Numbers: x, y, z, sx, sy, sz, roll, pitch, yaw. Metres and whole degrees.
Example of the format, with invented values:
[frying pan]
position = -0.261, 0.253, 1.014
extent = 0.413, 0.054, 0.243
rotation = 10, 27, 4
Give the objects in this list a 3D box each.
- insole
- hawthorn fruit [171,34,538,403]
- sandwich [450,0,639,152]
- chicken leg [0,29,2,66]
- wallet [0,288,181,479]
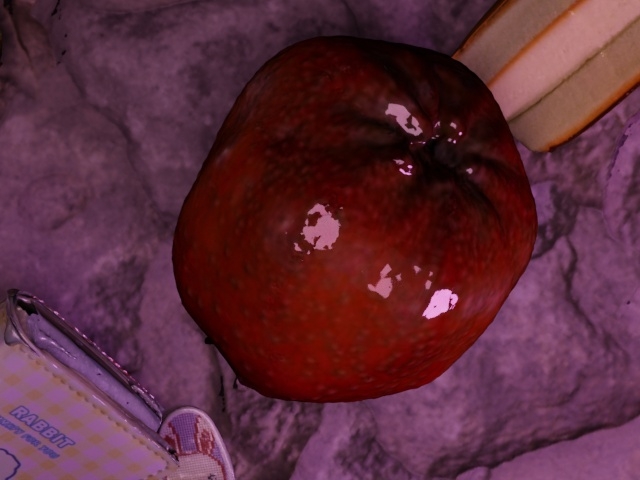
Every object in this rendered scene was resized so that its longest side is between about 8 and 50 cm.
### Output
[insole]
position = -0.095, 0.229, 1.521
extent = 0.065, 0.004, 0.197
rotation = -8, 102, 8
[hawthorn fruit]
position = 0.000, 0.000, 1.350
extent = 0.300, 0.254, 0.254
rotation = -32, 99, 41
[sandwich]
position = 0.184, -0.147, 1.329
extent = 0.117, 0.144, 0.187
rotation = 44, 104, -2
[chicken leg]
position = -0.351, -0.014, 1.423
extent = 0.361, 0.140, 0.211
rotation = -44, 87, 18
[wallet]
position = -0.290, 0.179, 1.454
extent = 0.309, 0.077, 0.223
rotation = -32, 134, 15
